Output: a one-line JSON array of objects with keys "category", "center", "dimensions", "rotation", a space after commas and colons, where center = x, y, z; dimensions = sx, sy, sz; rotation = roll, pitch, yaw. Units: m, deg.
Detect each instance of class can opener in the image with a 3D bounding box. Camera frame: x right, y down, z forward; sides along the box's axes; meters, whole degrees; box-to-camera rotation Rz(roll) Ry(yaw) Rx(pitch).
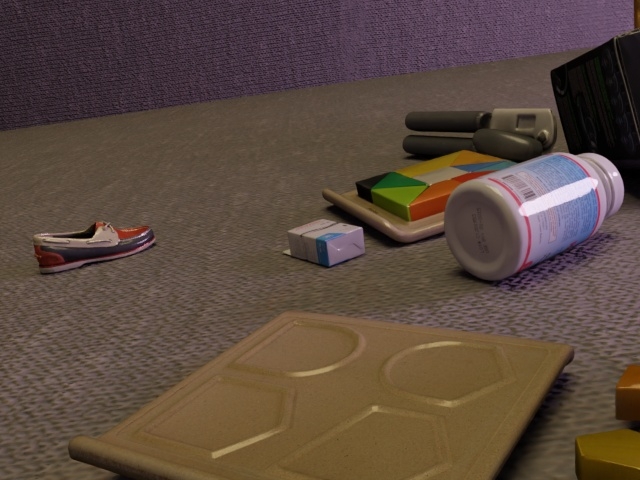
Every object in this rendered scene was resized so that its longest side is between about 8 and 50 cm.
[{"category": "can opener", "center": [0.212, -0.153, 1.056], "dimensions": [0.093, 0.074, 0.280], "rotation": [4, 6, -33]}]

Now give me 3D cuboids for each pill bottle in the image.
[{"category": "pill bottle", "center": [0.192, -0.028, 0.656], "dimensions": [0.160, 0.087, 0.087], "rotation": [-19, 20, -32]}]

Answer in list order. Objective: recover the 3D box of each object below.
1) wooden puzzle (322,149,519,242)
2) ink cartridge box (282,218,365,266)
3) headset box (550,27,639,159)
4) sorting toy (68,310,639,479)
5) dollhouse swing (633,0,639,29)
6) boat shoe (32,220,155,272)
[{"category": "wooden puzzle", "center": [0.143, -0.063, 0.869], "dimensions": [0.238, 0.044, 0.221], "rotation": [-13, 17, -15]}, {"category": "ink cartridge box", "center": [0.000, 0.000, 0.757], "dimensions": [0.048, 0.028, 0.083], "rotation": [-20, 20, -34]}, {"category": "headset box", "center": [0.423, -0.183, 0.836], "dimensions": [0.246, 0.131, 0.283], "rotation": [-16, 5, 6]}, {"category": "sorting toy", "center": [0.051, 0.100, 0.400], "dimensions": [0.307, 0.041, 0.229], "rotation": [3, 16, 33]}, {"category": "dollhouse swing", "center": [0.621, -0.323, 0.964], "dimensions": [0.304, 0.347, 0.315], "rotation": [-8, 17, -2]}, {"category": "boat shoe", "center": [-0.258, 0.000, 0.857], "dimensions": [0.136, 0.043, 0.049], "rotation": [-14, 16, -23]}]
